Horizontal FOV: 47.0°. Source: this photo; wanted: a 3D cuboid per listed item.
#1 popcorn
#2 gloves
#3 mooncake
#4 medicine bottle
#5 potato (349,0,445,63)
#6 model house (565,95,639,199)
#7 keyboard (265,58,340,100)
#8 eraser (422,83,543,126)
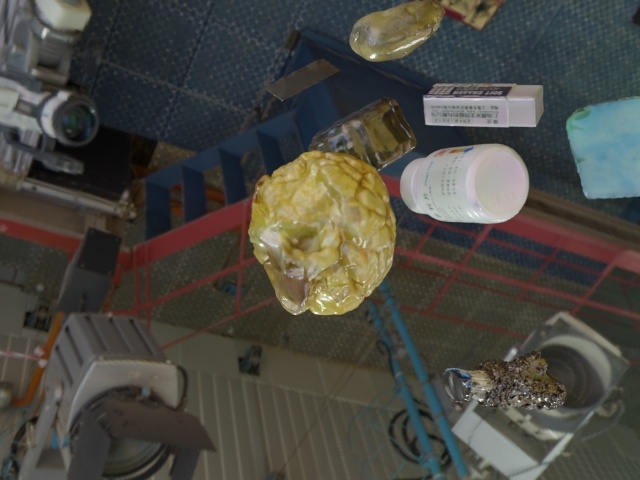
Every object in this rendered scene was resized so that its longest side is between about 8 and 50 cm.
[{"bbox_3d":[0.008,-0.019,1.775,0.354,0.390,0.344,29,-178,-43],"label":"popcorn"},{"bbox_3d":[0.493,0.377,1.942,0.313,0.210,0.135,9,-121,-10],"label":"gloves"},{"bbox_3d":[0.106,-0.265,1.991,0.161,0.291,0.290,63,-153,-10],"label":"mooncake"},{"bbox_3d":[0.309,-0.125,1.640,0.170,0.170,0.293,14,178,-26],"label":"medicine bottle"},{"bbox_3d":[0.233,-0.628,2.197,0.191,0.296,0.141,-111,-3,-58],"label":"potato"},{"bbox_3d":[0.737,-0.238,1.645,0.241,0.225,0.261,-28,-164,-34],"label":"model house"},{"bbox_3d":[-0.044,-0.408,1.866,0.197,0.015,0.074,-34,-119,-26],"label":"keyboard"},{"bbox_3d":[0.418,-0.351,1.888,0.287,0.086,0.130,5,-149,25],"label":"eraser"}]
